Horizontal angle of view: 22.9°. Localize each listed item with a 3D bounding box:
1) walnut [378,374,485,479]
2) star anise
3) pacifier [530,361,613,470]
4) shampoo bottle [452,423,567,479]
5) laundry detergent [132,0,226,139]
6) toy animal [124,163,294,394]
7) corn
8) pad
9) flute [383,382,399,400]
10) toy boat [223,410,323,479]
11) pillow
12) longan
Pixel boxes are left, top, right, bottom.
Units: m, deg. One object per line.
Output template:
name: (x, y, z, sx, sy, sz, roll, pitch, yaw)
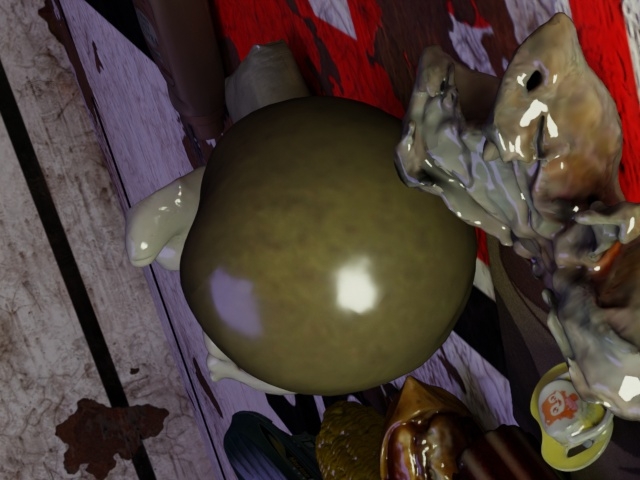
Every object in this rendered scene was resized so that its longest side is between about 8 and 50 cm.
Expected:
walnut: (0.108, 0.213, 1.438, 0.116, 0.116, 0.207, -143, 35, -65)
star anise: (0.138, -0.012, 0.945, 0.257, 0.110, 0.198, 61, 167, -2)
pacifier: (0.186, 0.125, 1.109, 0.064, 0.068, 0.083, 34, -146, -43)
shampoo bottle: (0.216, 0.281, 1.165, 0.323, 0.084, 0.129, 53, 174, 41)
laundry detergent: (-0.170, -0.244, 1.870, 0.171, 0.076, 0.237, -125, 16, -47)
toy animal: (-0.069, 0.041, 1.715, 0.265, 0.206, 0.271, 58, -178, 2)
corn: (0.070, 0.255, 1.649, 0.322, 0.119, 0.119, -129, 20, -65)
pad: (0.209, 0.146, 1.148, 0.330, 0.004, 0.220, 50, 158, 52)
flute: (0.125, 0.216, 1.584, 0.269, 0.014, 0.014, 49, 158, 53)
toy boat: (-0.032, 0.338, 2.168, 0.296, 0.122, 0.114, 46, 136, 32)
pillow: (-0.034, -0.104, 1.552, 0.134, 0.078, 0.181, 125, 124, -71)
longan: (0.000, 0.000, 1.239, 0.248, 0.248, 0.248, 60, 165, 27)
